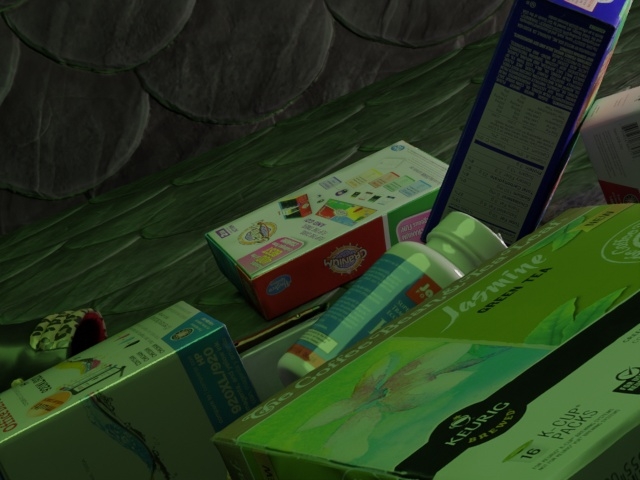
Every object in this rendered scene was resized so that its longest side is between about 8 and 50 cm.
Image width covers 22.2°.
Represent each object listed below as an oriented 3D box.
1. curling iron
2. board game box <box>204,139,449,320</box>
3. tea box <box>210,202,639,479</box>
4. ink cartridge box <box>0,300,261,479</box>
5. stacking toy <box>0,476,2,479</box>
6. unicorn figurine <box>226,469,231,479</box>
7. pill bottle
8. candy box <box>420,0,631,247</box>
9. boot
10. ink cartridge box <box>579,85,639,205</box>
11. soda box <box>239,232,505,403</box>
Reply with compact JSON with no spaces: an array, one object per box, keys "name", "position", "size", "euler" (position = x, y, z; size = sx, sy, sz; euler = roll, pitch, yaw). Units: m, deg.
[{"name":"curling iron","position":[-0.102,0.135,1.901],"size":[0.274,0.035,0.068],"euler":[-22,12,6]},{"name":"board game box","position":[0.024,-0.020,2.182],"size":[0.316,0.064,0.242],"euler":[-26,21,-10]},{"name":"tea box","position":[0.174,0.139,0.955],"size":[0.329,0.220,0.323],"euler":[-30,14,-29]},{"name":"ink cartridge box","position":[-0.177,0.189,1.502],"size":[0.233,0.168,0.171],"euler":[-27,14,-14]},{"name":"stacking toy","position":[-0.317,0.236,1.701],"size":[0.330,0.141,0.141],"euler":[-25,10,-40]},{"name":"unicorn figurine","position":[-0.092,0.267,1.304],"size":[0.111,0.060,0.162],"euler":[-25,29,-9]},{"name":"pill bottle","position":[0.077,0.079,1.487],"size":[0.221,0.124,0.124],"euler":[-45,18,-15]},{"name":"candy box","position":[0.245,-0.154,1.871],"size":[0.122,0.317,0.268],"euler":[24,26,7]},{"name":"boot","position":[-0.410,0.212,1.861],"size":[0.284,0.138,0.377],"euler":[-7,34,12]},{"name":"ink cartridge box","position":[0.398,-0.110,1.805],"size":[0.176,0.128,0.127],"euler":[-17,14,24]},{"name":"soda box","position":[0.062,0.096,1.597],"size":[0.286,0.098,0.091],"euler":[-26,0,-10]}]
